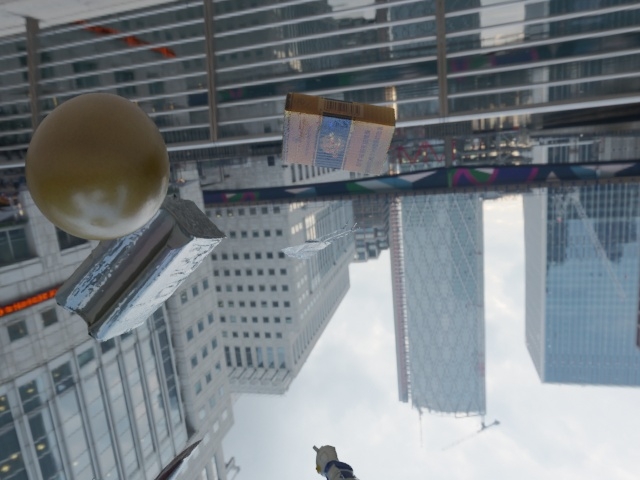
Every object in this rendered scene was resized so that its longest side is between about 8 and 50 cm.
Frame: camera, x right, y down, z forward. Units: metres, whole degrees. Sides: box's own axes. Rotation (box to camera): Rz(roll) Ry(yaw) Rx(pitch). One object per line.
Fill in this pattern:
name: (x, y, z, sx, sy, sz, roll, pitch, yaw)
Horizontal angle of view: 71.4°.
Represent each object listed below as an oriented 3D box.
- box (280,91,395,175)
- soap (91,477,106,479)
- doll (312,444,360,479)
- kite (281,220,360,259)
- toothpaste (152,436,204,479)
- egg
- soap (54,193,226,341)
box: (0.034, -0.233, 0.992, 0.238, 0.152, 0.070, 9, -126, -2)
soap: (-0.145, 0.309, 0.405, 0.198, 0.119, 0.066, 23, -117, 28)
doll: (0.052, 0.456, 0.830, 0.057, 0.114, 0.227, -53, -147, -8)
kite: (0.001, 0.003, 1.242, 0.230, 0.016, 0.127, -28, 156, 27)
toothpaste: (-0.344, 0.517, 0.923, 0.266, 0.061, 0.096, -48, 176, 3)
egg: (-0.428, -0.152, 0.879, 0.250, 0.322, 0.250, -5, 147, -3)
soap: (-0.549, 0.071, 1.412, 0.435, 0.213, 0.350, -47, 179, 2)
